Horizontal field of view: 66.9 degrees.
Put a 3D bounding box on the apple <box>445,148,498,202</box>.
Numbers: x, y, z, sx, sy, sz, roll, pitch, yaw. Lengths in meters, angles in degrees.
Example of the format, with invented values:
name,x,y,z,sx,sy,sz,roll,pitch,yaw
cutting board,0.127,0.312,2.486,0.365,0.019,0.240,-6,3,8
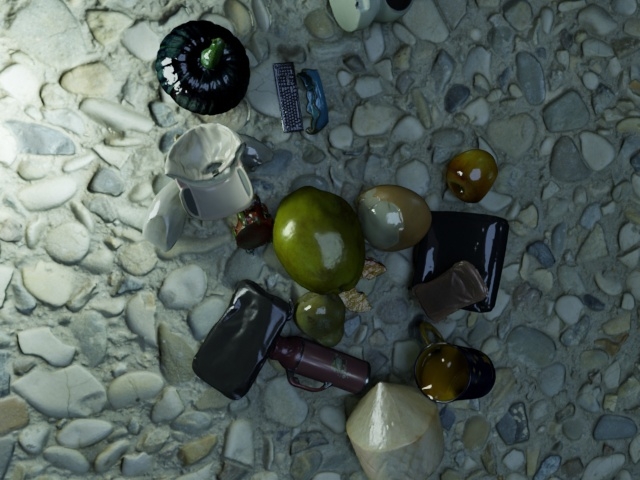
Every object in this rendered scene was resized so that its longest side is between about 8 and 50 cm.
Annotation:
name,x,y,z,sx,sy,sz,roll,pitch,yaw
apple,0.489,-0.209,1.548,0.147,0.146,0.163,-39,101,-13

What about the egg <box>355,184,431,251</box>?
name,x,y,z,sx,sy,sz,roll,pitch,yaw
egg,0.222,-0.068,1.459,0.244,0.201,0.201,-1,95,-25

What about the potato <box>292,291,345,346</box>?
name,x,y,z,sx,sy,sz,roll,pitch,yaw
potato,0.007,0.233,1.445,0.157,0.157,0.194,-31,116,-11

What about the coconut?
name,x,y,z,sx,sy,sz,roll,pitch,yaw
coconut,0.229,0.566,1.470,0.328,0.329,0.329,-1,95,-15

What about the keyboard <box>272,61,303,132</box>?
name,x,y,z,sx,sy,sz,roll,pitch,yaw
keyboard,-0.096,-0.424,1.438,0.067,0.011,0.203,-11,98,-15

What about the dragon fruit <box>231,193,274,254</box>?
name,x,y,z,sx,sy,sz,roll,pitch,yaw
dragon fruit,-0.188,-0.052,1.399,0.138,0.142,0.175,13,68,-54

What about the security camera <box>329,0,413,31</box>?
name,x,y,z,sx,sy,sz,roll,pitch,yaw
security camera,0.162,-0.723,1.398,0.236,0.194,0.195,-22,100,-18

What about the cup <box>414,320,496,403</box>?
name,x,y,z,sx,sy,sz,roll,pitch,yaw
cup,0.429,0.375,1.534,0.256,0.178,0.255,19,62,-50

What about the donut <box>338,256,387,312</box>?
name,x,y,z,sx,sy,sz,roll,pitch,yaw
donut,0.113,0.129,1.511,0.146,0.078,0.181,19,96,-15

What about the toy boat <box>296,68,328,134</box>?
name,x,y,z,sx,sy,sz,roll,pitch,yaw
toy boat,-0.029,-0.407,1.424,0.077,0.075,0.186,-18,103,-16

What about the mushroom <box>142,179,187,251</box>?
name,x,y,z,sx,sy,sz,roll,pitch,yaw
mushroom,-0.393,-0.106,1.340,0.118,0.103,0.270,33,80,-15

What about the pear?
name,x,y,z,sx,sy,sz,roll,pitch,yaw
pear,0.000,0.000,1.374,0.269,0.269,0.321,-22,78,-12

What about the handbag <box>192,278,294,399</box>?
name,x,y,z,sx,sy,sz,roll,pitch,yaw
handbag,-0.222,0.277,1.404,0.191,0.075,0.332,30,86,15

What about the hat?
name,x,y,z,sx,sy,sz,roll,pitch,yaw
hat,-0.280,-0.179,1.299,0.219,0.164,0.226,-17,138,1

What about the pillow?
name,x,y,z,sx,sy,sz,roll,pitch,yaw
pillow,0.392,0.157,1.471,0.211,0.034,0.135,-32,79,24

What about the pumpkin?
name,x,y,z,sx,sy,sz,roll,pitch,yaw
pumpkin,-0.297,-0.458,1.260,0.247,0.248,0.248,-1,95,-15

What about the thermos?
name,x,y,z,sx,sy,sz,roll,pitch,yaw
thermos,-0.021,0.380,1.474,0.330,0.109,0.136,24,89,-16

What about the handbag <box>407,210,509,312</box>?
name,x,y,z,sx,sy,sz,roll,pitch,yaw
handbag,0.442,0.058,1.557,0.274,0.178,0.302,10,95,27

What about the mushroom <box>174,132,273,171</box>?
name,x,y,z,sx,sy,sz,roll,pitch,yaw
mushroom,-0.270,-0.261,1.367,0.277,0.096,0.099,9,47,-14
